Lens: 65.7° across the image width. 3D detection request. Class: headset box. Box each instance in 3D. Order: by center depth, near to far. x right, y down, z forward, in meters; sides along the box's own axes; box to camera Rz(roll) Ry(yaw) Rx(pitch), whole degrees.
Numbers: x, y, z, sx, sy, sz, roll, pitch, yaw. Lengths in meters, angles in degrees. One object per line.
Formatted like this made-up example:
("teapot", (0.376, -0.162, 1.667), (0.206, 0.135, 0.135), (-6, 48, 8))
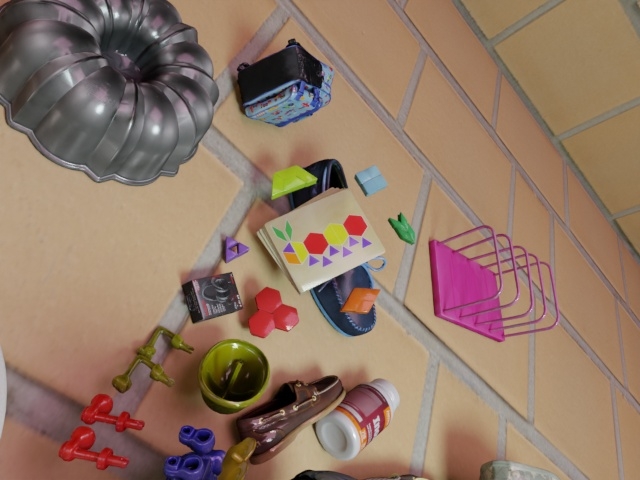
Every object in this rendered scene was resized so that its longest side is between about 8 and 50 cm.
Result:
("headset box", (-0.165, 0.086, 0.747), (0.083, 0.032, 0.062), (-8, 77, -49))

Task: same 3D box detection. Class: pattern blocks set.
("pattern blocks set", (0.000, 0.000, 0.844), (0.325, 0.026, 0.285), (-16, 73, -15))

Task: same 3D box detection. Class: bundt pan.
("bundt pan", (-0.288, -0.253, 0.723), (0.331, 0.124, 0.330), (23, 55, -37))

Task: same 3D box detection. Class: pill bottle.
("pill bottle", (0.069, 0.296, 0.842), (0.152, 0.086, 0.086), (-20, 86, -48))

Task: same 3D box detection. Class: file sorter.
("file sorter", (0.439, 0.110, 1.241), (0.291, 0.182, 0.202), (25, 55, -36))

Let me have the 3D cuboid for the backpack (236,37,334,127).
("backpack", (-0.053, -0.291, 0.966), (0.173, 0.158, 0.116), (1, 78, -58))

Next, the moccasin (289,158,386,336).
("moccasin", (0.032, 0.010, 0.922), (0.138, 0.117, 0.341), (-15, 82, -48))

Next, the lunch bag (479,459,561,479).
("lunch bag", (0.385, 0.566, 0.925), (0.287, 0.169, 0.235), (51, 39, -43))

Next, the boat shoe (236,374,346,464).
("boat shoe", (-0.039, 0.253, 0.762), (0.207, 0.073, 0.073), (-22, 89, -49))

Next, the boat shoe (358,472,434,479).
("boat shoe", (0.150, 0.456, 0.844), (0.305, 0.091, 0.109), (28, 93, -30))

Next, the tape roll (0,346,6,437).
("tape roll", (-0.438, 0.134, 0.327), (0.392, 0.072, 0.391), (23, 40, -21))

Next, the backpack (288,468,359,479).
("backpack", (0.004, 0.344, 0.429), (0.274, 0.355, 0.290), (24, 56, 17))

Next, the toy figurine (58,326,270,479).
("toy figurine", (-0.178, 0.292, 0.576), (0.192, 0.217, 0.362), (10, 22, 0))
